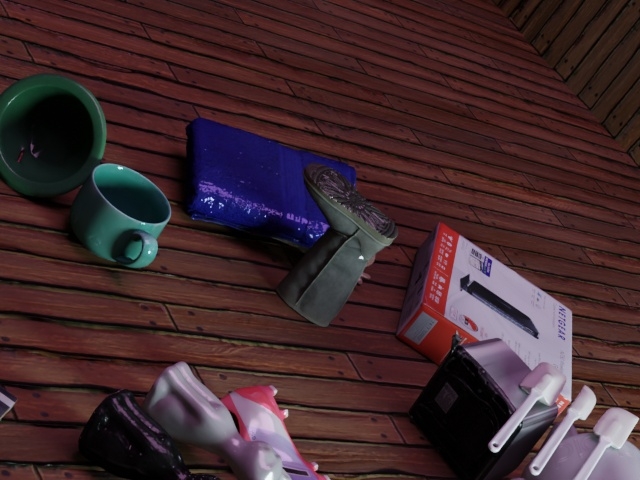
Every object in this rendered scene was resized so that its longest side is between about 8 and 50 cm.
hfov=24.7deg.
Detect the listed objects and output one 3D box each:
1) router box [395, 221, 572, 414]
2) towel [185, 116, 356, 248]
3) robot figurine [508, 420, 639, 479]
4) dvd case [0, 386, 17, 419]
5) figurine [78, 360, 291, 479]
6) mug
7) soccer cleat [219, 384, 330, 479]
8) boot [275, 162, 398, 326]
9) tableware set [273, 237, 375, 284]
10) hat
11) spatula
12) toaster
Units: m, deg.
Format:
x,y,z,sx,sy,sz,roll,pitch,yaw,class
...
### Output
x,y,z,sx,sy,sz,roll,pitch,yaw,class
0.292,0.142,2.531,0.301,0.082,0.335,33,25,-6,router box
-0.080,-0.079,2.398,0.308,0.076,0.227,18,36,-19,towel
0.395,0.414,2.063,0.300,0.200,0.353,11,32,-15,robot figurine
-0.449,0.182,1.607,0.164,0.018,0.221,35,26,-1,dvd case
-0.149,0.258,1.751,0.209,0.092,0.215,38,24,15,figurine
-0.291,-0.025,2.065,0.129,0.097,0.158,31,27,-14,mug
-0.058,0.293,1.863,0.095,0.083,0.248,-17,58,-22,soccer cleat
-0.002,0.008,2.241,0.189,0.208,0.076,45,36,4,boot
0.000,0.000,2.456,0.194,0.039,0.128,24,41,-13,tableware set
-0.399,-0.149,2.176,0.173,0.208,0.183,-1,-10,-3,hat
0.335,0.268,2.056,0.168,0.019,0.242,35,40,13,spatula
0.242,0.248,2.169,0.110,0.185,0.168,-11,50,-44,toaster
